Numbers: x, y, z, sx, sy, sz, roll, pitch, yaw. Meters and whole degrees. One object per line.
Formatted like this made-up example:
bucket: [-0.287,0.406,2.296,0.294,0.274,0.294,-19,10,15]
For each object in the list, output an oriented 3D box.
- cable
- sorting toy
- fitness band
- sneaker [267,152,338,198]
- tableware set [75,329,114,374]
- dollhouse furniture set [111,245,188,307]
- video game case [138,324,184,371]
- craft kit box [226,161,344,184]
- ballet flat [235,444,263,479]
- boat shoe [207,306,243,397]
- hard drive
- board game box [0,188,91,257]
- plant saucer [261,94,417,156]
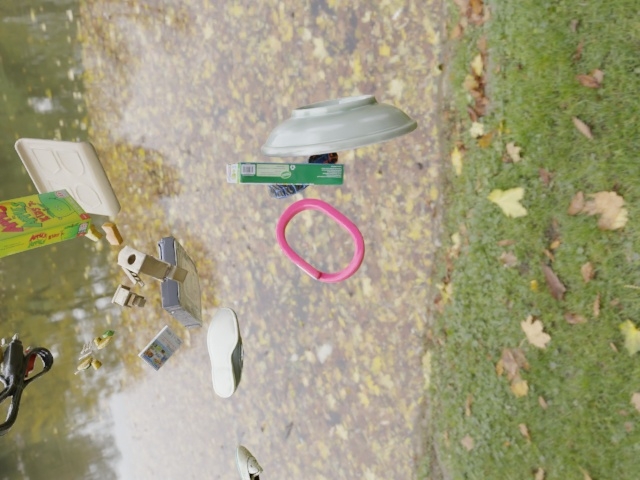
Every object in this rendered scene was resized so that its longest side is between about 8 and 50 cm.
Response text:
cable: [-0.623,0.296,1.264,0.072,0.139,0.287,-45,37,19]
sorting toy: [-0.617,-0.125,1.591,0.229,0.041,0.307,5,130,21]
fitness band: [0.000,0.000,1.895,0.291,0.209,0.054,39,174,18]
sneaker: [-0.046,-0.176,1.755,0.083,0.221,0.087,60,173,15]
tableware set: [-0.596,0.298,1.668,0.024,0.104,0.154,57,-177,-24]
dollhouse furniture set: [-0.507,0.123,1.809,0.101,0.182,0.161,20,83,33]
video game case: [-0.491,0.334,1.933,0.011,0.122,0.087,19,151,49]
craft kit box: [-0.095,-0.165,1.548,0.246,0.249,0.061,-150,60,-73]
ballet flat: [-0.147,0.544,1.418,0.052,0.057,0.168,-25,68,18]
boat shoe: [-0.329,0.390,2.228,0.116,0.099,0.320,1,94,17]
hard drive: [-0.465,0.150,2.099,0.339,0.064,0.237,82,179,-70]
board game box: [-0.522,-0.034,1.130,0.092,0.181,0.043,44,126,19]
plant saucer: [0.039,-0.299,1.575,0.400,0.400,0.101,12,117,53]
